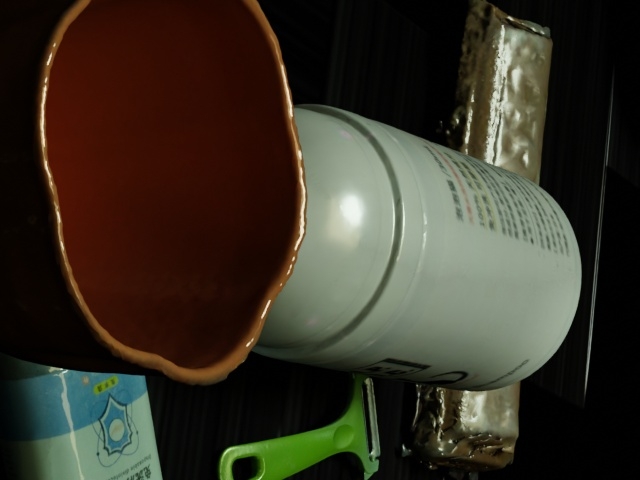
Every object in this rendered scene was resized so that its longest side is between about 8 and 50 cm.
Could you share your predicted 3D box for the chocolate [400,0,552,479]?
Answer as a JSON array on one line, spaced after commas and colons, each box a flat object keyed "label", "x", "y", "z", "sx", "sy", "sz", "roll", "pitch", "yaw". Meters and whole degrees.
[{"label": "chocolate", "x": 0.113, "y": -0.002, "z": 1.317, "sx": 0.102, "sy": 0.065, "sz": 0.329, "roll": 20, "pitch": 72, "yaw": -55}]

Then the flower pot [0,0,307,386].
[{"label": "flower pot", "x": -0.124, "y": -0.031, "z": 0.860, "sx": 0.190, "sy": 0.173, "sz": 0.191, "roll": 4, "pitch": 85, "yaw": -56}]

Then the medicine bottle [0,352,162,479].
[{"label": "medicine bottle", "x": -0.115, "y": 0.125, "z": 0.968, "sx": 0.090, "sy": 0.053, "sz": 0.209, "roll": -26, "pitch": 109, "yaw": -56}]

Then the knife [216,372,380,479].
[{"label": "knife", "x": -0.008, "y": 0.119, "z": 1.162, "sx": 0.166, "sy": 0.022, "sz": 0.078, "roll": -13, "pitch": 93, "yaw": -57}]

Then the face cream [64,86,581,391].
[{"label": "face cream", "x": 0.000, "y": 0.000, "z": 1.075, "sx": 0.369, "sy": 0.145, "sz": 0.145, "roll": 13, "pitch": 77, "yaw": -55}]
